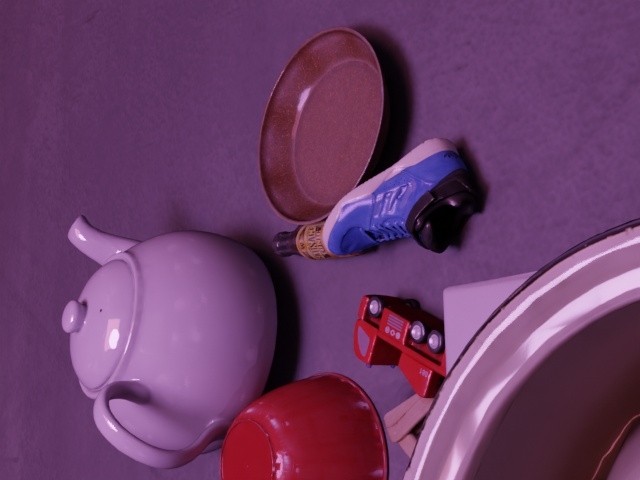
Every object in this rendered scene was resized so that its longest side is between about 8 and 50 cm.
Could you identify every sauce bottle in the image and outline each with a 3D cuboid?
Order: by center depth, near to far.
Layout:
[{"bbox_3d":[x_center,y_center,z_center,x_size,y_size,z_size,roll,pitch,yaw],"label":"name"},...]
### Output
[{"bbox_3d":[0.000,0.000,1.198,0.128,0.042,0.042,-11,75,52],"label":"sauce bottle"}]

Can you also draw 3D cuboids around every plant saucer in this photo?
[{"bbox_3d":[0.009,-0.110,1.202,0.199,0.036,0.198,-19,66,50],"label":"plant saucer"}]

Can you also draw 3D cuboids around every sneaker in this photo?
[{"bbox_3d":[0.071,-0.015,1.079,0.152,0.058,0.084,-36,52,18],"label":"sneaker"}]

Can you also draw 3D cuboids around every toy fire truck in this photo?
[{"bbox_3d":[0.089,0.136,1.056,0.192,0.047,0.135,28,107,51],"label":"toy fire truck"}]

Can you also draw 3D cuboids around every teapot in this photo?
[{"bbox_3d":[-0.174,0.100,1.257,0.256,0.187,0.252,-7,71,58],"label":"teapot"}]

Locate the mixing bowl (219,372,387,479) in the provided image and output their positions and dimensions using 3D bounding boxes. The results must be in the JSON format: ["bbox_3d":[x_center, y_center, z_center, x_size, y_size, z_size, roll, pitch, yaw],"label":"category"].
[{"bbox_3d":[-0.032,0.215,1.157,0.181,0.098,0.181,-10,77,51],"label":"mixing bowl"}]

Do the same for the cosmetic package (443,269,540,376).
[{"bbox_3d":[0.191,0.116,0.844,0.151,0.151,0.183,-13,75,49],"label":"cosmetic package"}]

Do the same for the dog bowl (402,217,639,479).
[{"bbox_3d":[0.216,0.192,0.560,0.408,0.150,0.407,-12,74,49],"label":"dog bowl"}]
